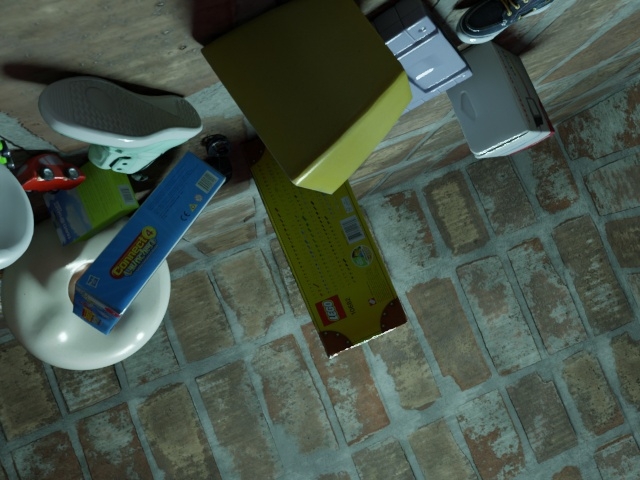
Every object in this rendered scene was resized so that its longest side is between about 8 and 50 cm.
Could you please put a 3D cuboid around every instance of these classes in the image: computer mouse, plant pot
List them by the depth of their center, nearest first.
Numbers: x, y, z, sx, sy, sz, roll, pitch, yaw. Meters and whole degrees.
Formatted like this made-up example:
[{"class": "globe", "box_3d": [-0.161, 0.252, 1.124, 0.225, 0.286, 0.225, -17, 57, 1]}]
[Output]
[{"class": "plant pot", "box_3d": [0.006, -0.209, 0.688, 0.187, 0.212, 0.212, -37, 173, 12]}, {"class": "computer mouse", "box_3d": [-0.226, -0.172, 1.080, 0.071, 0.041, 0.242, -30, 172, -17]}]

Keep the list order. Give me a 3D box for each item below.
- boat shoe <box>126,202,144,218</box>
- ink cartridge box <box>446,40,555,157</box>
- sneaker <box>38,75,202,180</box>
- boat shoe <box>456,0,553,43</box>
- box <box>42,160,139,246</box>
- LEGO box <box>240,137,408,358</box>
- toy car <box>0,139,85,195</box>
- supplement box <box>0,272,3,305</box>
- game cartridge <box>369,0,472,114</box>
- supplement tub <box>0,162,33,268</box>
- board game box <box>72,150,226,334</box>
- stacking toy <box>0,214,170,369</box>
[{"class": "boat shoe", "box_3d": [-0.401, -0.067, 1.230, 0.207, 0.073, 0.073, -24, 174, 31]}, {"class": "ink cartridge box", "box_3d": [0.420, -0.320, 1.175, 0.131, 0.225, 0.306, -25, 176, 33]}, {"class": "sneaker", "box_3d": [-0.288, -0.134, 0.681, 0.151, 0.094, 0.256, -30, 176, 24]}, {"class": "boat shoe", "box_3d": [0.311, -0.391, 0.816, 0.184, 0.065, 0.083, -27, 174, -4]}, {"class": "box", "box_3d": [-0.405, -0.070, 0.881, 0.178, 0.108, 0.042, -24, 177, 29]}, {"class": "LEGO box", "box_3d": [0.000, 0.000, 1.246, 0.193, 0.499, 0.372, -23, 176, -4]}, {"class": "toy car", "box_3d": [-0.443, -0.099, 0.669, 0.239, 0.053, 0.225, -21, 176, -29]}, {"class": "supplement box", "box_3d": [-0.915, 0.156, 1.410, 0.104, 0.080, 0.188, -19, 176, -43]}, {"class": "game cartridge", "box_3d": [0.133, -0.298, 0.915, 0.230, 0.068, 0.355, -31, 169, 26]}, {"class": "supplement tub", "box_3d": [-0.435, -0.005, 0.534, 0.200, 0.144, 0.144, -22, 176, 14]}, {"class": "board game box", "box_3d": [-0.337, 0.016, 0.966, 0.308, 0.086, 0.302, -59, -166, -28]}, {"class": "stacking toy", "box_3d": [-0.626, 0.112, 1.231, 0.351, 0.350, 0.480, -19, -170, -43]}]
